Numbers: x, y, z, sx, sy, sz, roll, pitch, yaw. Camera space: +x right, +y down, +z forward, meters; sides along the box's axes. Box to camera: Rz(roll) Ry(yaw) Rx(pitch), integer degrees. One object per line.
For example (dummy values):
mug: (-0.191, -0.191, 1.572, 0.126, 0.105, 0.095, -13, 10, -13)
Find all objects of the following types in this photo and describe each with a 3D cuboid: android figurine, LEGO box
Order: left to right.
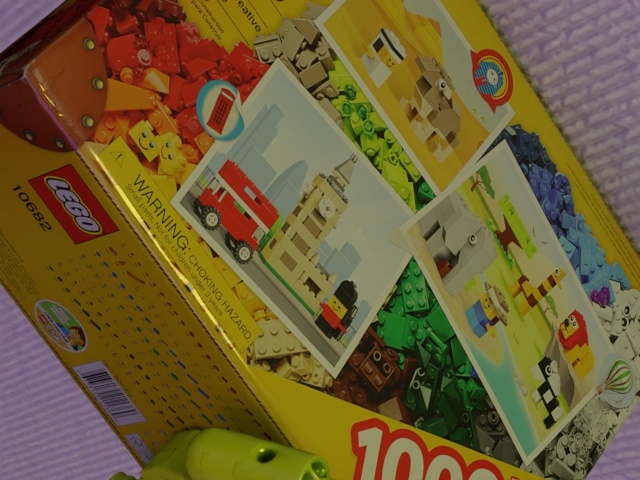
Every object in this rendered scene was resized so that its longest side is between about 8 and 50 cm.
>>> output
android figurine: (-0.026, 0.219, 1.178, 0.273, 0.056, 0.248, 15, 136, 30)
LEGO box: (0.000, 0.000, 1.292, 0.193, 0.372, 0.500, -15, 116, 49)
